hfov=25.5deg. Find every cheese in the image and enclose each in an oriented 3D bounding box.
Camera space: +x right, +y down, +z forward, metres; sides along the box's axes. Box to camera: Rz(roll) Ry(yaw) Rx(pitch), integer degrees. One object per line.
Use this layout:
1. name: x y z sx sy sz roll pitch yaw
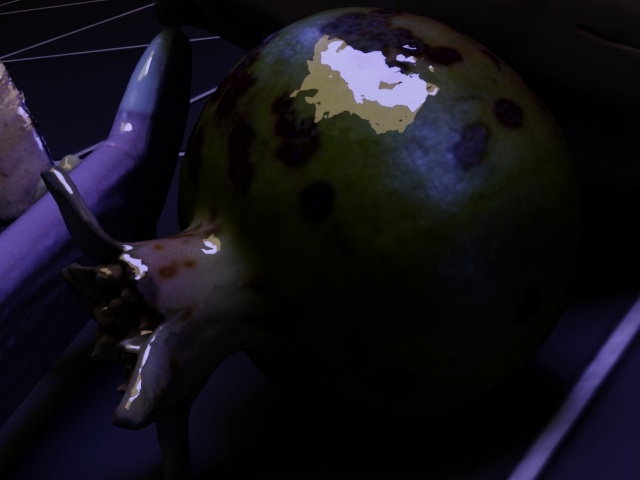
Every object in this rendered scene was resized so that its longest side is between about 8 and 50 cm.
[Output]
1. cheese: 0.075 -0.104 0.613 0.316 0.128 0.259 23 4 1

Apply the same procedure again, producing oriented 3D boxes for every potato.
1. potato: -0.232 -0.063 0.910 0.089 0.100 0.172 -21 21 -15

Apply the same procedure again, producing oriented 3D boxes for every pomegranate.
1. pomegranate: 0.001 0.001 0.474 0.169 0.148 0.148 -25 18 -5

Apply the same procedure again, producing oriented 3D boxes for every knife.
1. knife: -0.110 0.020 0.504 0.038 0.132 0.398 13 22 4
